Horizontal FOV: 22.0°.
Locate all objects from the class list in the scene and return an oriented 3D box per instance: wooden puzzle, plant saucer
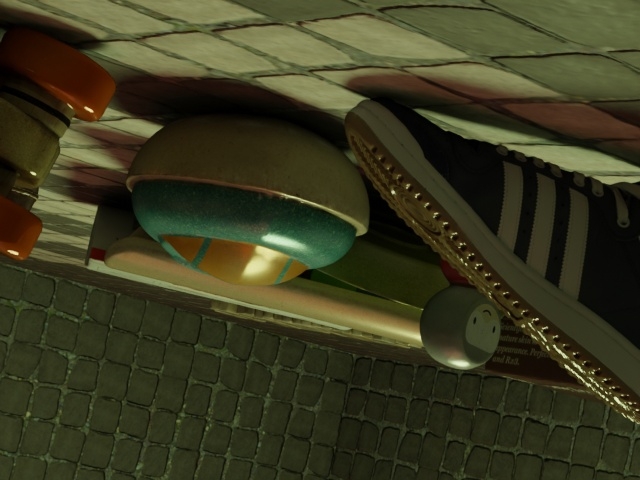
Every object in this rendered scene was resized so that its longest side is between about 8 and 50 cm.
[{"bbox_3d":[-0.033,0.017,1.661,0.322,0.080,0.348,14,-176,1],"label":"wooden puzzle"},{"bbox_3d":[0.061,0.009,1.505,0.241,0.037,0.241,20,-169,-4],"label":"plant saucer"}]

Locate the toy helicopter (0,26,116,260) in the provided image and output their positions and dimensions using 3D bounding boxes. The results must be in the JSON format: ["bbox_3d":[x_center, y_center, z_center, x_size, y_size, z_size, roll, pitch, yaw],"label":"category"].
[{"bbox_3d":[-0.324,-0.129,1.075,0.235,0.140,0.355,18,169,44],"label":"toy helicopter"}]

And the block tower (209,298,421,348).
[{"bbox_3d":[-0.003,0.076,2.207,0.335,0.097,0.091,5,171,39],"label":"block tower"}]

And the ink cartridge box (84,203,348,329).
[{"bbox_3d":[-0.119,0.026,1.940,0.308,0.091,0.385,14,176,-8],"label":"ink cartridge box"}]

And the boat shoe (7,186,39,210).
[{"bbox_3d":[-0.399,-0.056,1.913,0.073,0.073,0.207,16,174,-38],"label":"boat shoe"}]

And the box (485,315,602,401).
[{"bbox_3d":[0.371,0.114,1.641,0.381,0.143,0.191,19,171,-35],"label":"box"}]

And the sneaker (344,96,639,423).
[{"bbox_3d":[0.158,-0.027,1.089,0.282,0.153,0.099,43,174,-3],"label":"sneaker"}]

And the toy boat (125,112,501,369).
[{"bbox_3d":[0.000,0.000,1.299,0.318,0.148,0.267,13,173,-7],"label":"toy boat"}]
